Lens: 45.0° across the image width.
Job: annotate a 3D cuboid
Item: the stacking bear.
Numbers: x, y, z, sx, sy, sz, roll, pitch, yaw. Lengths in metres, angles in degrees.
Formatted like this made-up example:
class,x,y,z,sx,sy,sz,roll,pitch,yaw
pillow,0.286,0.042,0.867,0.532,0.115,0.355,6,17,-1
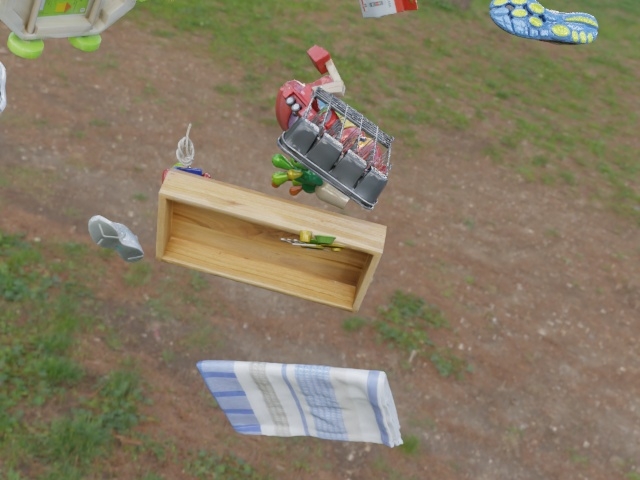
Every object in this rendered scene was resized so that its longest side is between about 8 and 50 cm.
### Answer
class,x,y,z,sx,sy,sz,roll,pitch,yaw
stacking bear,0.037,-0.235,1.793,0.175,0.164,0.289,-16,49,-32

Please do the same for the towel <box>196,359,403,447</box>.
class,x,y,z,sx,sy,sz,roll,pitch,yaw
towel,-0.026,0.246,1.161,0.285,0.209,0.034,2,51,14

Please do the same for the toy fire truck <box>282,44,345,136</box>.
class,x,y,z,sx,sy,sz,roll,pitch,yaw
toy fire truck,0.000,-0.294,1.555,0.192,0.135,0.047,51,-2,32

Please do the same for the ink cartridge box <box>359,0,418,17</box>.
class,x,y,z,sx,sy,sz,roll,pitch,yaw
ink cartridge box,0.110,-0.484,1.418,0.045,0.145,0.179,-19,19,-11

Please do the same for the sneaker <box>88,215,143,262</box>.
class,x,y,z,sx,sy,sz,roll,pitch,yaw
sneaker,-0.427,-0.011,1.600,0.152,0.054,0.061,49,16,-50

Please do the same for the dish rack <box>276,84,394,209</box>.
class,x,y,z,sx,sy,sz,roll,pitch,yaw
dish rack,0.041,-0.186,1.435,0.208,0.074,0.271,35,26,-10

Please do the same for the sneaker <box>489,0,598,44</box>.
class,x,y,z,sx,sy,sz,roll,pitch,yaw
sneaker,0.366,-0.359,1.292,0.188,0.067,0.078,9,1,-12

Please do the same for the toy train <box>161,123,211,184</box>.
class,x,y,z,sx,sy,sz,roll,pitch,yaw
toy train,-0.305,-0.149,1.735,0.105,0.248,0.143,4,15,-16

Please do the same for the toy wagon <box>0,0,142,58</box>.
class,x,y,z,sx,sy,sz,roll,pitch,yaw
toy wagon,-0.381,-0.437,1.294,0.068,0.267,0.344,49,40,15

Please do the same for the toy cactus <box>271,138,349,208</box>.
class,x,y,z,sx,sy,sz,roll,pitch,yaw
toy cactus,-0.016,-0.132,1.600,0.180,0.112,0.219,32,-19,3

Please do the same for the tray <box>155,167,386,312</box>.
class,x,y,z,sx,sy,sz,roll,pitch,yaw
tray,-0.100,0.004,1.467,0.411,0.203,0.076,15,50,-2

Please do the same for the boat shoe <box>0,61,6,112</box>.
class,x,y,z,sx,sy,sz,roll,pitch,yaw
boat shoe,-0.563,-0.272,1.309,0.142,0.049,0.040,64,7,35

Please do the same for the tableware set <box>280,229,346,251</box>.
class,x,y,z,sx,sy,sz,roll,pitch,yaw
tableware set,0.000,0.000,1.357,0.104,0.024,0.154,4,-6,19
